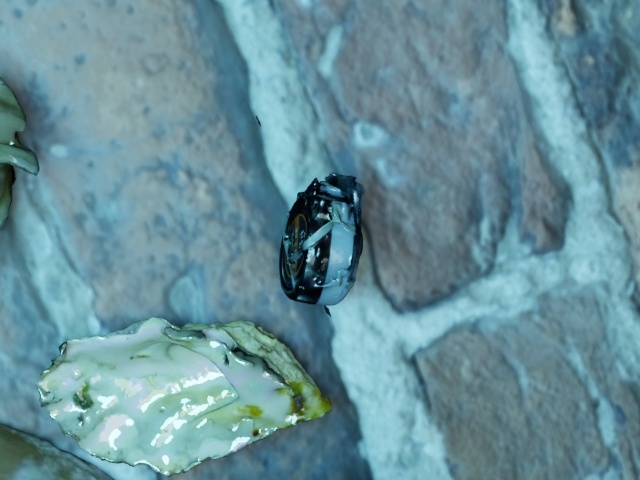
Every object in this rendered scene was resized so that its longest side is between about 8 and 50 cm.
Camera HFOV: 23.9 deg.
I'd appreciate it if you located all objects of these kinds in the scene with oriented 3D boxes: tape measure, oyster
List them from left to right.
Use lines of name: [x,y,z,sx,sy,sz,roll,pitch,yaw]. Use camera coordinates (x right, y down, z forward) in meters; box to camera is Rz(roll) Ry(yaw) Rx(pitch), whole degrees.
oyster: [-0.110,0.107,1.164,0.209,0.072,0.133,-18,107,13]
tape measure: [0.000,0.002,1.154,0.054,0.091,0.094,9,78,-17]

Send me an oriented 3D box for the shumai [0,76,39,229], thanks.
shumai: [-0.288,-0.026,1.050,0.185,0.184,0.218,-3,81,-7]

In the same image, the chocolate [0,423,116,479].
chocolate: [-0.263,0.301,1.148,0.185,0.100,0.303,28,95,-15]
